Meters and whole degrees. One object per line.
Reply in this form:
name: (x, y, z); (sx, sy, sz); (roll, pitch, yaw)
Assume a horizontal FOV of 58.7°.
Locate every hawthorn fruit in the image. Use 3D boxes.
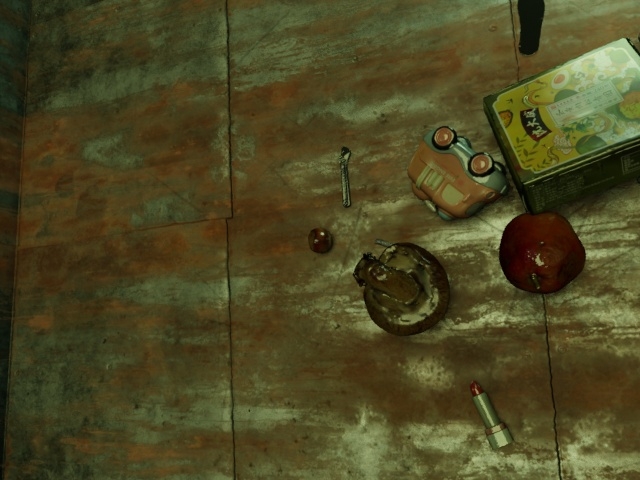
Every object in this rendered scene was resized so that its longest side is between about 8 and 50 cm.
hawthorn fruit: (0.578, 0.044, 1.503); (0.224, 0.261, 0.224); (13, 119, 24)

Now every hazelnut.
hazelnut: (0.000, 0.000, 1.835); (0.086, 0.086, 0.086); (-4, 80, 21)

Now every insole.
insole: (0.642, -0.674, 1.737); (0.080, 0.003, 0.232); (1, 82, 22)

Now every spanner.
spanner: (0.083, -0.210, 1.870); (0.046, 0.012, 0.209); (-7, 79, 19)

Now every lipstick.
lipstick: (0.466, 0.480, 1.585); (0.063, 0.057, 0.186); (-28, 67, 15)

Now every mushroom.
mushroom: (0.232, 0.133, 1.655); (0.283, 0.195, 0.263); (37, 87, 6)

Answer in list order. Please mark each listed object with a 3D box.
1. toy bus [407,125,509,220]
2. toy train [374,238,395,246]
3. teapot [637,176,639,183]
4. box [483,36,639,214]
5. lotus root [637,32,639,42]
toy bus: (0.388, -0.185, 1.658); (0.287, 0.194, 0.232); (45, 106, 21)
toy train: (0.210, 0.012, 1.780); (0.083, 0.017, 0.017); (16, 89, 23)
teapot: (0.983, -0.223, 1.465); (0.294, 0.129, 0.193); (-22, 74, 14)
box: (0.689, -0.309, 1.512); (0.420, 0.138, 0.373); (-20, 49, 17)
lotus root: (0.932, -0.537, 1.546); (0.081, 0.112, 0.122); (-34, 39, 23)
